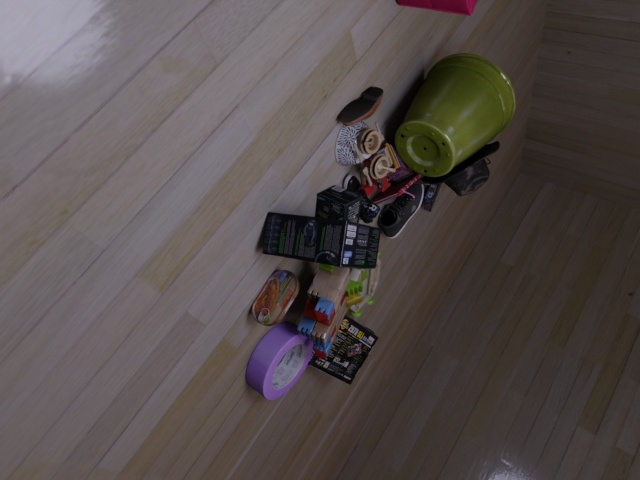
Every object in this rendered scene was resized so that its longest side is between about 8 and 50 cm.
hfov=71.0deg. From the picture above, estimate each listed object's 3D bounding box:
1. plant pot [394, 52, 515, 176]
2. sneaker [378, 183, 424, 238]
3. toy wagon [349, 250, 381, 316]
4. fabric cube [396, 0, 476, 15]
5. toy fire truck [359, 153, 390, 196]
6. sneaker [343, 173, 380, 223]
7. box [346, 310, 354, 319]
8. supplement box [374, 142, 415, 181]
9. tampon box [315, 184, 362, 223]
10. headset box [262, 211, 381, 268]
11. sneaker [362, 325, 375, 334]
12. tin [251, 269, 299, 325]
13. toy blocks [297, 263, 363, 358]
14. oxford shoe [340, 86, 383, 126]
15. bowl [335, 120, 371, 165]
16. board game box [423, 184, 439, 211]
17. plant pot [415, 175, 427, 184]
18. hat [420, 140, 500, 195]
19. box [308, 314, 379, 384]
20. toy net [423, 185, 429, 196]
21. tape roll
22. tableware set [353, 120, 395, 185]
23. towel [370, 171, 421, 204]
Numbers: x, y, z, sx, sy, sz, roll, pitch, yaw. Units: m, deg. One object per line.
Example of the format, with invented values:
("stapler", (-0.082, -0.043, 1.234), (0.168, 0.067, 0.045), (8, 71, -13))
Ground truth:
("plant pot", (0.460, -0.427, 1.642), (0.353, 0.367, 0.366), (-48, 147, -28))
("sneaker", (0.358, -0.151, 1.967), (0.295, 0.105, 0.147), (-59, 156, 0))
("toy wagon", (0.168, 0.199, 1.949), (0.344, 0.068, 0.267), (-32, 133, -49))
("fabric cube", (0.330, -0.823, 1.238), (0.258, 0.259, 0.254), (17, 97, -61))
("toy fire truck", (0.184, -0.235, 1.621), (0.047, 0.135, 0.192), (-43, 131, -21))
("sneaker", (0.160, -0.148, 1.636), (0.079, 0.121, 0.216), (-52, 149, -22))
("box", (0.085, 0.369, 2.026), (0.201, 0.021, 0.164), (-42, 144, -34))
("supplement box", (0.276, -0.292, 1.706), (0.081, 0.104, 0.188), (-27, 166, 28))
("tampon box", (0.059, -0.084, 1.524), (0.101, 0.121, 0.160), (-31, 137, -44))
("headset box", (0.000, 0.000, 1.350), (0.246, 0.283, 0.131), (8, 90, -61))
("sneaker", (0.166, 0.530, 2.203), (0.297, 0.111, 0.129), (-15, 130, -53))
("tin", (-0.140, 0.184, 1.430), (0.189, 0.106, 0.040), (-57, 150, -11))
("toy blocks", (0.014, 0.251, 1.581), (0.381, 0.191, 0.260), (84, 29, -57))
("oxford shoe", (0.136, -0.413, 1.444), (0.212, 0.076, 0.076), (-44, 153, -32))
("bowl", (0.130, -0.319, 1.496), (0.170, 0.080, 0.170), (-38, 143, -37))
("board game box", (0.558, -0.247, 2.207), (0.243, 0.042, 0.165), (40, 72, -75))
("plant pot", (0.458, -0.344, 1.938), (0.167, 0.167, 0.165), (-30, 129, -45))
("hat", (0.558, -0.255, 1.744), (0.331, 0.331, 0.133), (-39, 108, -37))
("box", (0.090, 0.464, 1.955), (0.322, 0.079, 0.257), (39, 79, -42))
("toy net", (0.492, -0.317, 2.117), (0.122, 0.045, 0.232), (-51, 148, -21))
("tape roll", (-0.145, 0.439, 1.644), (0.275, 0.090, 0.274), (-38, 142, -37))
("tableware set", (0.186, -0.279, 1.471), (0.128, 0.039, 0.194), (-47, 136, -17))
("towel", (0.324, -0.222, 1.803), (0.275, 0.199, 0.031), (-40, 102, -34))
